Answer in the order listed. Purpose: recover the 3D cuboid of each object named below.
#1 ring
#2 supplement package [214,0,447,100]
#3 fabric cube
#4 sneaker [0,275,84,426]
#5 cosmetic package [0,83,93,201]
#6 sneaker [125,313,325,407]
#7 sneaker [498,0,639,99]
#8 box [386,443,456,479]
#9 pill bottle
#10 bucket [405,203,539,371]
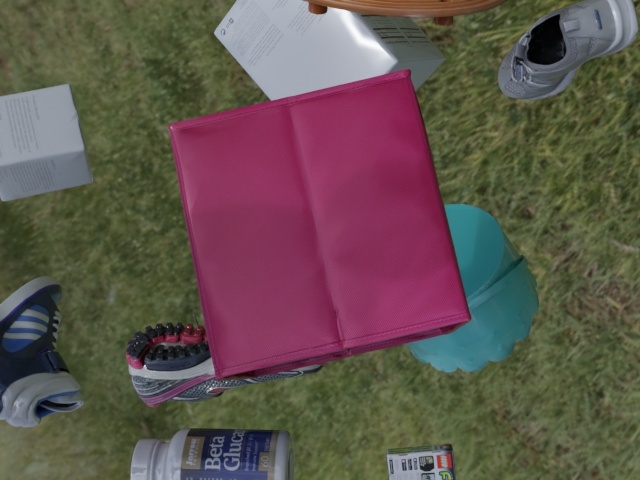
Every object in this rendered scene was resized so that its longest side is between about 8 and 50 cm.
[{"bbox_3d":[0.062,-0.322,1.018,0.336,0.336,0.032,30,132,31],"label":"ring"},{"bbox_3d":[0.017,-0.310,1.360,0.263,0.198,0.199,50,121,10],"label":"supplement package"},{"bbox_3d":[0.000,0.000,0.939,0.254,0.259,0.258,68,-172,-81],"label":"fabric cube"},{"bbox_3d":[-0.518,0.219,1.589,0.236,0.323,0.130,39,118,0],"label":"sneaker"},{"bbox_3d":[-0.553,-0.189,1.665,0.151,0.183,0.151,111,144,-66],"label":"cosmetic package"},{"bbox_3d":[-0.140,0.185,1.310,0.121,0.299,0.112,-94,2,-60],"label":"sneaker"},{"bbox_3d":[0.308,-0.269,1.189,0.281,0.115,0.105,144,113,-71],"label":"sneaker"},{"bbox_3d":[0.177,0.454,1.448,0.036,0.114,0.207,-44,-52,-85],"label":"box"},{"bbox_3d":[-0.117,0.254,0.940,0.169,0.094,0.094,0,131,4],"label":"pill bottle"},{"bbox_3d":[0.246,0.081,1.560,0.281,0.281,0.183,17,154,42],"label":"bucket"}]
